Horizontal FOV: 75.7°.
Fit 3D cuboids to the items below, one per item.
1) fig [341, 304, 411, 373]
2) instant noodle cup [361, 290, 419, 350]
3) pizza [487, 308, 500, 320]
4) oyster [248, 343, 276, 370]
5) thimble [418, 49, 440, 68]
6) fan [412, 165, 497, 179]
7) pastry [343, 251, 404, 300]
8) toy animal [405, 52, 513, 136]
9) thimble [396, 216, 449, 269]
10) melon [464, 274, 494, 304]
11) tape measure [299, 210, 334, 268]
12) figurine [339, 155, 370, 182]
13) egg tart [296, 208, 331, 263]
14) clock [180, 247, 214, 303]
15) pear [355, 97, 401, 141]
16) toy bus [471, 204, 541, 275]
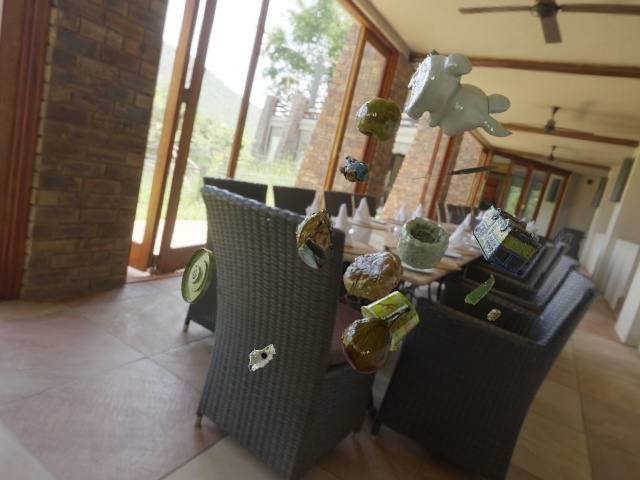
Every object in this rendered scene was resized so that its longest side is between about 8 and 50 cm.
[{"bbox_3d":[0.221,0.353,1.496,0.290,0.190,0.190,-29,8,5],"label":"fig"},{"bbox_3d":[0.417,0.455,2.404,0.222,0.311,0.311,-32,25,-13],"label":"instant noodle cup"},{"bbox_3d":[0.474,0.205,1.126,0.016,0.037,0.083,68,6,32],"label":"pizza"},{"bbox_3d":[-0.188,0.371,1.311,0.146,0.045,0.122,-12,8,46],"label":"oyster"},{"bbox_3d":[0.432,-0.642,1.546,0.118,0.090,0.135,42,30,-17],"label":"thimble"},{"bbox_3d":[0.668,-0.333,2.064,0.415,0.012,0.233,-6,-1,24],"label":"fan"},{"bbox_3d":[0.262,0.177,1.987,0.311,0.255,0.162,-2,-48,51],"label":"pastry"},{"bbox_3d":[0.485,-0.476,1.399,0.368,0.196,0.241,24,-25,-20],"label":"toy animal"},{"bbox_3d":[0.597,0.016,2.450,0.292,0.195,0.291,8,41,-7],"label":"thimble"},{"bbox_3d":[0.771,0.236,1.975,0.262,0.114,0.053,-30,70,-33],"label":"melon"},{"bbox_3d":[0.004,0.002,1.379,0.104,0.179,0.107,29,-22,-3],"label":"tape measure"},{"bbox_3d":[0.153,-0.341,2.012,0.145,0.114,0.178,-22,40,-12],"label":"figurine"},{"bbox_3d":[-0.041,-0.025,1.998,0.132,0.296,0.297,16,10,28],"label":"egg tart"},{"bbox_3d":[-0.516,0.146,1.717,0.029,0.234,0.235,24,1,-38],"label":"clock"},{"bbox_3d":[0.306,-0.638,2.143,0.229,0.211,0.188,26,6,4],"label":"pear"},{"bbox_3d":[0.716,-0.010,1.613,0.138,0.175,0.287,27,24,-4],"label":"toy bus"}]
